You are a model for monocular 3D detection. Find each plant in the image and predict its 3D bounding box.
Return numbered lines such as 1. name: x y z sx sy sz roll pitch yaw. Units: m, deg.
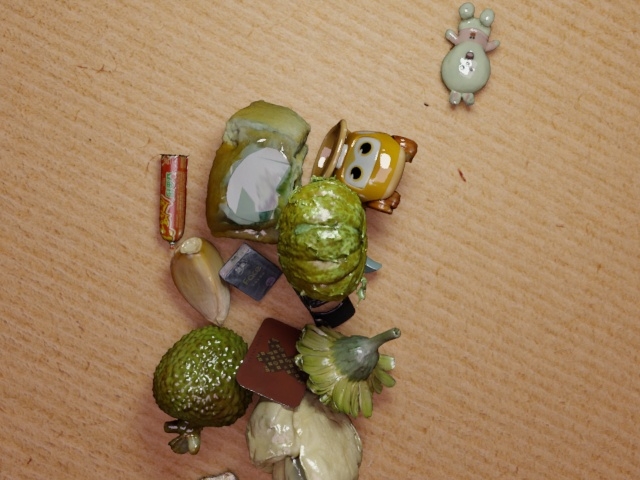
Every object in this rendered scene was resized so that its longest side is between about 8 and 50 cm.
1. plant: 0.071 0.290 1.687 0.261 0.305 0.297 34 126 32

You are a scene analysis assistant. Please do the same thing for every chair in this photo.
1. chair: 0.004 0.132 1.774 0.140 0.221 0.145 -26 50 -1

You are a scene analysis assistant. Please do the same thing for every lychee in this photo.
1. lychee: -0.312 0.382 1.688 0.270 0.270 0.320 39 54 -4

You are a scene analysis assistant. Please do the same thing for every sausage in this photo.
1. sausage: -0.404 -0.107 1.755 0.083 0.083 0.264 2 92 -3

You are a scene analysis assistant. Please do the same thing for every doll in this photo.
1. doll: 0.415 -0.510 1.775 0.154 0.113 0.275 9 98 5

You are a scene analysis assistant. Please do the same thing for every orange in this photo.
1. orange: 0.000 0.000 1.536 0.223 0.301 0.300 -4 58 8

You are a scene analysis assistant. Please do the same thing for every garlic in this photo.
1. garlic: -0.316 0.109 1.723 0.145 0.164 0.245 -24 99 -14

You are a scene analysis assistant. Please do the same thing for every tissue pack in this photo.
1. tissue pack: -0.189 0.088 1.743 0.112 0.051 0.156 -50 133 0

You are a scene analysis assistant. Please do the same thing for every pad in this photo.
1. pad: -0.105 0.316 1.685 0.181 0.267 0.004 23 126 0

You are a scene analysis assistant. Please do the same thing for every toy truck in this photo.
1. toy truck: 0.109 -0.196 1.692 0.211 0.288 0.204 19 92 -16

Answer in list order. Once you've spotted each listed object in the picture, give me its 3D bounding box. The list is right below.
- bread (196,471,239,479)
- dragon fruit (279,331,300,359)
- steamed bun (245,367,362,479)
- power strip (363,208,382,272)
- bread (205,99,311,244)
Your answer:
1. bread: -0.284 0.719 1.804 0.129 0.044 0.126 -15 85 0
2. dragon fruit: -0.061 0.336 1.772 0.192 0.122 0.092 31 117 -5
3. steamed bun: -0.061 0.539 1.670 0.230 0.325 0.372 -42 80 25
4. power strip: 0.083 -0.007 1.762 0.137 0.044 0.216 -10 110 28
5. bread: -0.156 -0.186 1.675 0.239 0.264 0.395 9 93 1
